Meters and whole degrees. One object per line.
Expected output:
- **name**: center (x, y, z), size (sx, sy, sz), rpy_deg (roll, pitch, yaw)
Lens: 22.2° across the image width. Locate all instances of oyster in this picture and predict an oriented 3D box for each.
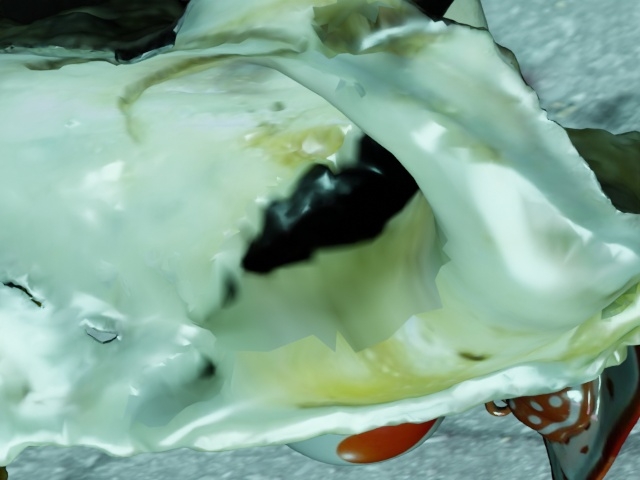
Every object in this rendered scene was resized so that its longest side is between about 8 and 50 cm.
- **oyster**: center (-0.002, -0.010, 0.485), size (0.275, 0.100, 0.271), rpy_deg (-21, 152, 24)

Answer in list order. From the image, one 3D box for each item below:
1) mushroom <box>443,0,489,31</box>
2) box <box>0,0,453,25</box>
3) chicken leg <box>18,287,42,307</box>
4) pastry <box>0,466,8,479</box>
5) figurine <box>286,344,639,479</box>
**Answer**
- **mushroom**: center (0.060, -0.074, 0.745), size (0.071, 0.084, 0.209), rpy_deg (-42, 148, -5)
- **box**: center (-0.074, -0.140, 0.468), size (0.252, 0.153, 0.188), rpy_deg (-3, 147, -31)
- **chicken leg**: center (-0.086, 0.009, 0.808), size (0.178, 0.070, 0.093), rpy_deg (-28, 157, 27)
- **pastry**: center (-0.271, 0.196, 0.727), size (0.292, 0.337, 0.405), rpy_deg (-9, 150, -4)
- **figurine**: center (0.039, 0.065, 0.912), size (0.226, 0.160, 0.183), rpy_deg (-4, 148, -10)
